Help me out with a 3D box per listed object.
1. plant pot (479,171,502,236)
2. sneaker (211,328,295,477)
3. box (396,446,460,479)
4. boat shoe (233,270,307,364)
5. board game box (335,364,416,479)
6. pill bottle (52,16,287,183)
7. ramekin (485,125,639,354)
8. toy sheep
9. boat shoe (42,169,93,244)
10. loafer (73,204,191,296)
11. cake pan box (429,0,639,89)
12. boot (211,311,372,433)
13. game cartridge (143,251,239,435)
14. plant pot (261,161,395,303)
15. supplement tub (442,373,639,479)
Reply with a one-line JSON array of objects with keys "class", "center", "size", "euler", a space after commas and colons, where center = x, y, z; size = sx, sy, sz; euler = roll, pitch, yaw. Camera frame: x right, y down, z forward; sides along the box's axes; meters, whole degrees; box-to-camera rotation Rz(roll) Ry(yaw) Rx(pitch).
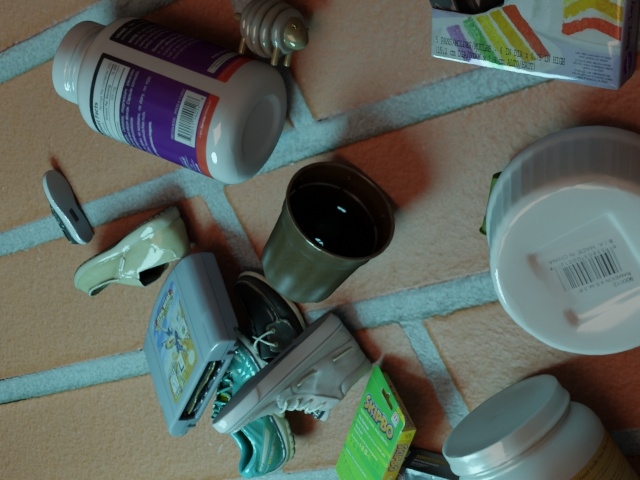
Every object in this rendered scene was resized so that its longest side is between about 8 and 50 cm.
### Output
[{"class": "plant pot", "center": [0.255, -0.050, 1.782], "size": [0.083, 0.083, 0.079], "euler": [9, 111, 29]}, {"class": "sneaker", "center": [-0.130, 0.260, 2.181], "size": [0.107, 0.110, 0.275], "euler": [-8, 105, 62]}, {"class": "box", "center": [0.210, 0.453, 2.132], "size": [0.183, 0.056, 0.231], "euler": [9, 122, 28]}, {"class": "boat shoe", "center": [-0.069, 0.155, 2.122], "size": [0.084, 0.079, 0.233], "euler": [-22, 102, 42]}, {"class": "board game box", "center": [0.087, 0.325, 2.107], "size": [0.124, 0.039, 0.259], "euler": [-118, 31, -42]}, {"class": "pill bottle", "center": [-0.221, -0.212, 1.924], "size": [0.323, 0.181, 0.182], "euler": [22, 128, 22]}, {"class": "ramekin", "center": [0.340, 0.008, 1.661], "size": [0.277, 0.135, 0.277], "euler": [5, 116, 10]}, {"class": "toy sheep", "center": [-0.071, -0.292, 1.839], "size": [0.132, 0.091, 0.091], "euler": [22, 128, 28]}, {"class": "boat shoe", "center": [-0.438, -0.053, 2.259], "size": [0.040, 0.049, 0.142], "euler": [-12, 113, 39]}, {"class": "loafer", "center": [-0.310, 0.038, 2.193], "size": [0.268, 0.102, 0.092], "euler": [-33, 91, 41]}, {"class": "cake pan box", "center": [0.255, -0.324, 1.612], "size": [0.266, 0.070, 0.246], "euler": [16, 123, 26]}, {"class": "boot", "center": [-0.036, 0.236, 2.045], "size": [0.123, 0.258, 0.095], "euler": [51, 167, -7]}, {"class": "game cartridge", "center": [-0.217, 0.163, 2.171], "size": [0.198, 0.062, 0.297], "euler": [64, 145, 29]}, {"class": "plant pot", "center": [0.000, 0.000, 1.933], "size": [0.167, 0.167, 0.165], "euler": [41, 140, 6]}, {"class": "supplement tub", "center": [0.338, 0.371, 1.880], "size": [0.228, 0.228, 0.316], "euler": [-28, 100, 42]}]
